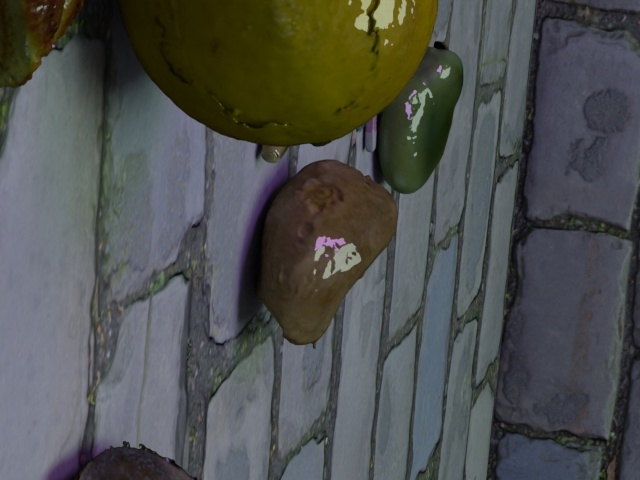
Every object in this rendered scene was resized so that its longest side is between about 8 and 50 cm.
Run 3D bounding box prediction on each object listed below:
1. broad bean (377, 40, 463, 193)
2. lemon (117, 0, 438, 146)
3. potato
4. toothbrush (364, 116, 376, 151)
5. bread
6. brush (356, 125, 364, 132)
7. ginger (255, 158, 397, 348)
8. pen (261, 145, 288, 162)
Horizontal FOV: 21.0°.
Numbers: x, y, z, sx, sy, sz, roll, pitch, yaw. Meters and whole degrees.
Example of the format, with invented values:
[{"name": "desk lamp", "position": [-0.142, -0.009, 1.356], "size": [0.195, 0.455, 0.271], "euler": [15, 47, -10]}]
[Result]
[{"name": "broad bean", "position": [0.140, -0.181, 2.499], "size": [0.228, 0.100, 0.169], "euler": [-67, 154, -9]}, {"name": "lemon", "position": [-0.036, -0.229, 1.468], "size": [0.297, 0.297, 0.297], "euler": [8, 90, -75]}, {"name": "potato", "position": [-0.190, 0.261, 1.578], "size": [0.261, 0.100, 0.120], "euler": [17, 42, -61]}, {"name": "toothbrush", "position": [0.072, -0.254, 2.337], "size": [0.020, 0.025, 0.286], "euler": [-57, 153, -62]}, {"name": "bread", "position": [-0.207, -0.200, 1.186], "size": [0.172, 0.103, 0.132], "euler": [-71, 168, -47]}, {"name": "brush", "position": [0.096, -0.247, 2.344], "size": [0.218, 0.010, 0.082], "euler": [-55, 148, -30]}, {"name": "ginger", "position": [0.000, 0.000, 1.999], "size": [0.267, 0.138, 0.152], "euler": [-58, 169, -30]}, {"name": "pen", "position": [-0.028, -0.174, 2.000], "size": [0.040, 0.032, 0.233], "euler": [56, 37, -33]}]
